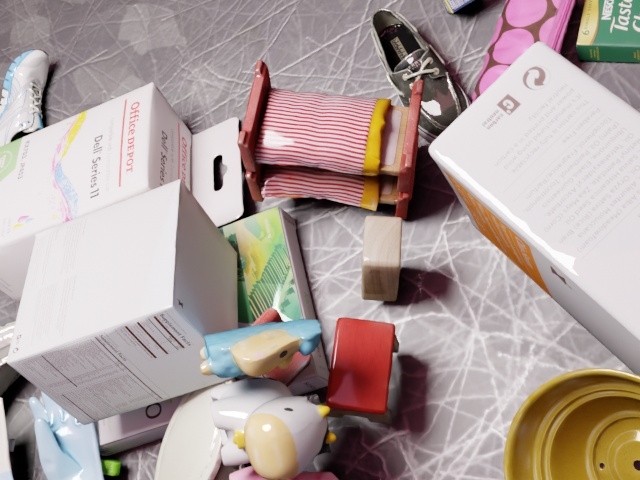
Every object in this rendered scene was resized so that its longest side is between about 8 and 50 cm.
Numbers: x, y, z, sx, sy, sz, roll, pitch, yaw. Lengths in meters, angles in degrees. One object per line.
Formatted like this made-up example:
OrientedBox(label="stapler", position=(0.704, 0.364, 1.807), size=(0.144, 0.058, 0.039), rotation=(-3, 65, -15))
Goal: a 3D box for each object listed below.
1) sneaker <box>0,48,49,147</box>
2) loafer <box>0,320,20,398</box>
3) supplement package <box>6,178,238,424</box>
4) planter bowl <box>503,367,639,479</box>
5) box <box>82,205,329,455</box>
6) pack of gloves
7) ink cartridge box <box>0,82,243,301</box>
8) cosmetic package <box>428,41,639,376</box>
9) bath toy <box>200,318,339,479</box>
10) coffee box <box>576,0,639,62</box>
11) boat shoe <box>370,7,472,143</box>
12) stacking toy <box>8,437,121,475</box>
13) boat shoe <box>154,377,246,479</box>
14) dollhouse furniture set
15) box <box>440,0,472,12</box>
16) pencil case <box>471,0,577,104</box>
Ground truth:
OrientedBox(label="sneaker", position=(-0.453, -0.202, 1.340), size=(0.083, 0.071, 0.190), rotation=(21, 88, 21))
OrientedBox(label="loafer", position=(-0.482, 0.223, 1.168), size=(0.319, 0.112, 0.111), rotation=(-37, 74, 8))
OrientedBox(label="supplement package", position=(-0.216, 0.072, 0.996), size=(0.203, 0.149, 0.194), rotation=(-19, 45, 14))
OrientedBox(label="planter bowl", position=(0.295, 0.226, 0.839), size=(0.217, 0.090, 0.217), rotation=(0, 91, 39))
OrientedBox(label="box", position=(-0.164, 0.116, 1.102), size=(0.322, 0.058, 0.232), rotation=(-20, 65, 12))
OrientedBox(label="pack of gloves", position=(-0.359, 0.297, 1.052), size=(0.195, 0.046, 0.232), rotation=(-19, 77, 8))
OrientedBox(label="ink cartridge box", position=(-0.287, -0.076, 1.164), size=(0.354, 0.119, 0.207), rotation=(-20, 49, 14))
OrientedBox(label="cosmetic package", position=(0.332, 0.034, 0.839), size=(0.161, 0.230, 0.453), rotation=(-45, 60, 2))
OrientedBox(label="bath toy", position=(-0.029, 0.254, 0.890), size=(0.129, 0.151, 0.348), rotation=(-12, 105, -7))
OrientedBox(label="coffee box", position=(0.405, -0.267, 1.028), size=(0.184, 0.040, 0.113), rotation=(9, 74, 24))
OrientedBox(label="boat shoe", position=(0.123, -0.207, 1.102), size=(0.078, 0.070, 0.219), rotation=(-34, 62, 7))
OrientedBox(label="stacking toy", position=(-0.358, 0.345, 1.096), size=(0.221, 0.052, 0.166), rotation=(5, 81, 16))
OrientedBox(label="boat shoe", position=(-0.134, 0.298, 0.985), size=(0.109, 0.091, 0.304), rotation=(6, 78, 52))
OrientedBox(label="dollhouse furniture set", position=(0.000, 0.000, 0.981), size=(0.201, 0.152, 0.374), rotation=(6, 66, 5))
OrientedBox(label="box", position=(0.147, -0.379, 1.111), size=(0.054, 0.059, 0.169), rotation=(-30, 104, 8))
OrientedBox(label="pencil case", position=(0.256, -0.236, 1.047), size=(0.095, 0.098, 0.209), rotation=(21, 78, -17))
